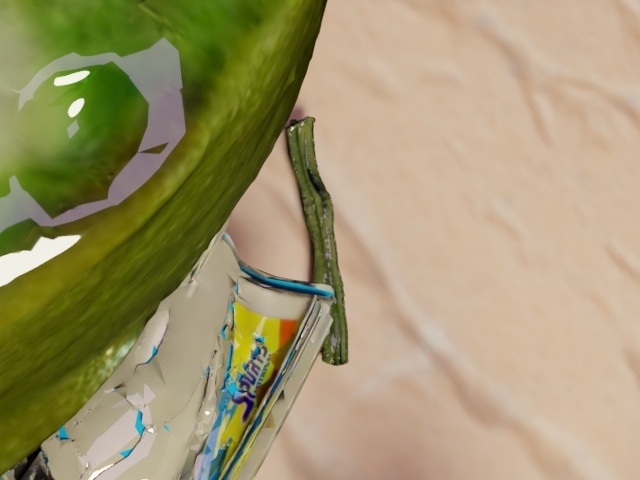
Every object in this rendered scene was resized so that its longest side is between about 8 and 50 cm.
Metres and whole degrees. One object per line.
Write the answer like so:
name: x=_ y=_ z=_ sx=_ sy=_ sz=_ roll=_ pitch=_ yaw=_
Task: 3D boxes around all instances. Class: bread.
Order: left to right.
bread: x=-0.176 y=-0.117 z=0.427 sx=0.382 sy=0.129 sz=0.366 roll=41 pitch=72 yaw=11

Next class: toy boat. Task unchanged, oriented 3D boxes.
toy boat: x=-0.067 y=0.082 z=0.460 sx=0.084 sy=0.066 sz=0.210 roll=25 pitch=68 yaw=-7

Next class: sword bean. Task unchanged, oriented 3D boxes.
sword bean: x=0.000 y=0.000 z=0.537 sx=0.012 sy=0.012 sz=0.083 roll=-4 pitch=73 yaw=-18
